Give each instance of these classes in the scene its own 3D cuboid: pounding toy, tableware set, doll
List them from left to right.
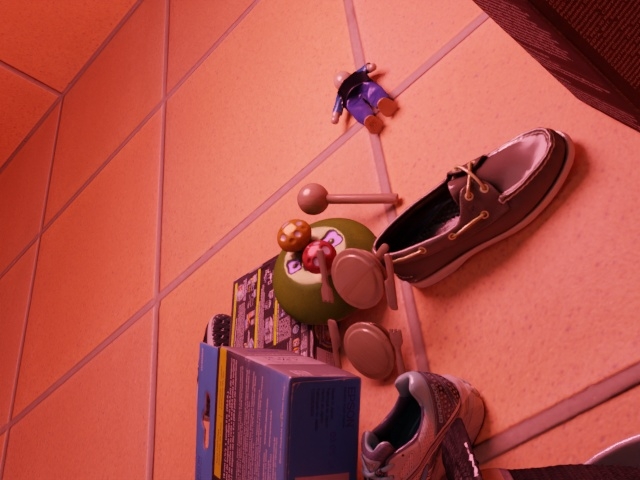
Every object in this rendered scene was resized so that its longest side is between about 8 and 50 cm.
[{"bbox_3d":[0.000,0.000,1.231,0.183,0.110,0.236,3,61,30],"label":"pounding toy"},{"bbox_3d":[0.065,-0.255,1.445,0.129,0.046,0.189,-51,36,15],"label":"doll"},{"bbox_3d":[0.067,0.099,1.133,0.128,0.039,0.194,4,111,39],"label":"tableware set"}]

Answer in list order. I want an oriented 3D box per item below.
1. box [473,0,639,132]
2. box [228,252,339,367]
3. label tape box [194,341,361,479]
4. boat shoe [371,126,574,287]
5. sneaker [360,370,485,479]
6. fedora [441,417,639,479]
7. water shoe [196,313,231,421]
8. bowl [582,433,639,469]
[{"bbox_3d":[0.274,-0.273,0.885,0.143,0.381,0.191,-54,35,12],"label":"box"},{"bbox_3d":[-0.063,0.149,1.326,0.216,0.060,0.270,-32,44,37],"label":"box"},{"bbox_3d":[-0.070,0.277,1.131,0.334,0.106,0.240,4,92,63],"label":"label tape box"},{"bbox_3d":[0.198,-0.048,1.089,0.305,0.091,0.109,-41,40,28],"label":"boat shoe"},{"bbox_3d":[0.085,0.285,0.984,0.110,0.122,0.283,12,78,55],"label":"sneaker"},{"bbox_3d":[0.193,0.256,0.516,0.153,0.334,0.334,-17,46,3],"label":"fedora"},{"bbox_3d":[-0.181,0.231,1.434,0.080,0.073,0.203,126,156,-52],"label":"water shoe"},{"bbox_3d":[0.320,0.314,0.622,0.311,0.163,0.311,-31,46,38],"label":"bowl"}]
